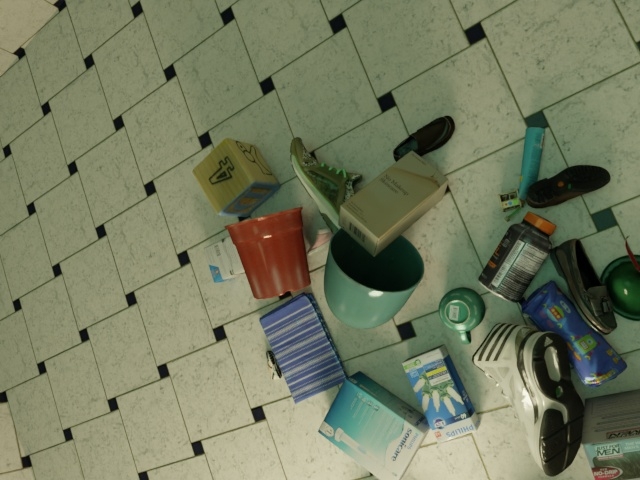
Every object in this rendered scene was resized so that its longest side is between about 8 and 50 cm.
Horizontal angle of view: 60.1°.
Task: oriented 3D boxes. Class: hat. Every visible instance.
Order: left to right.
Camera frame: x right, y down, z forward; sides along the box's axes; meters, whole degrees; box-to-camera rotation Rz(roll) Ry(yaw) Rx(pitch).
[{"bbox_3d":[0.801,0.119,1.414,0.208,0.183,0.173,47,110,18],"label":"hat"}]

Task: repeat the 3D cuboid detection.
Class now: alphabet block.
[{"bbox_3d":[-0.296,-0.218,1.963,0.193,0.192,0.197,-38,74,20],"label":"alphabet block"}]

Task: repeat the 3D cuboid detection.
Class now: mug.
[{"bbox_3d":[0.427,0.219,1.652,0.129,0.097,0.158,-44,72,20],"label":"mug"}]

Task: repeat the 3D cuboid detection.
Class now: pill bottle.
[{"bbox_3d":[0.563,0.042,1.565,0.130,0.130,0.246,33,104,22],"label":"pill bottle"}]

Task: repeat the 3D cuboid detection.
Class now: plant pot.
[{"bbox_3d":[-0.160,0.046,1.870,0.272,0.272,0.265,-13,93,26],"label":"plant pot"},{"bbox_3d":[0.141,0.129,1.700,0.293,0.293,0.235,37,134,22],"label":"plant pot"}]

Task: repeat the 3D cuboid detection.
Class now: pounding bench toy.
[{"bbox_3d":[0.560,-0.101,1.607,0.065,0.052,0.083,-15,84,26],"label":"pounding bench toy"}]

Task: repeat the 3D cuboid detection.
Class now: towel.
[{"bbox_3d":[-0.067,0.375,1.937,0.243,0.040,0.336,-31,77,25],"label":"towel"}]

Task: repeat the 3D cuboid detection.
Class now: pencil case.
[{"bbox_3d":[0.680,0.256,1.511,0.133,0.119,0.306,-35,73,-7],"label":"pencil case"}]

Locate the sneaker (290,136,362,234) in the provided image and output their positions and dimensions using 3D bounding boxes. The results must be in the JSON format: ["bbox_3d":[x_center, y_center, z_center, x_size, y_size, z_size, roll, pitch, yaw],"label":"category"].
[{"bbox_3d":[0.049,-0.187,1.835,0.182,0.158,0.410,-33,80,7],"label":"sneaker"}]

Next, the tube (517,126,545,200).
[{"bbox_3d":[0.601,-0.216,1.579,0.052,0.080,0.207,8,91,57],"label":"tube"}]

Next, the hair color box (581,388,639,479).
[{"bbox_3d":[0.749,0.468,1.338,0.185,0.374,0.114,-20,82,26],"label":"hair color box"}]

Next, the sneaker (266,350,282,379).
[{"bbox_3d":[-0.178,0.451,1.993,0.043,0.040,0.109,-25,79,27],"label":"sneaker"}]

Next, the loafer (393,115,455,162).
[{"bbox_3d":[0.317,-0.306,1.713,0.220,0.078,0.080,-36,75,23],"label":"loafer"}]

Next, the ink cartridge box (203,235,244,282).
[{"bbox_3d":[-0.319,0.058,2.036,0.190,0.082,0.140,-23,81,24],"label":"ink cartridge box"}]

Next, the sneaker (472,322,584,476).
[{"bbox_3d":[0.581,0.427,1.572,0.257,0.169,0.448,18,125,62],"label":"sneaker"}]

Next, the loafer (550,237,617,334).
[{"bbox_3d":[0.716,0.120,1.483,0.084,0.096,0.268,-51,56,50],"label":"loafer"}]

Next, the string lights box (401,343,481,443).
[{"bbox_3d":[0.370,0.467,1.696,0.133,0.076,0.260,-28,78,23],"label":"string lights box"}]

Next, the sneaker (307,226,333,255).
[{"bbox_3d":[0.000,0.000,1.889,0.134,0.051,0.070,-32,70,35],"label":"sneaker"}]

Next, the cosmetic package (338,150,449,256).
[{"bbox_3d":[0.217,-0.113,1.651,0.309,0.113,0.160,-40,68,-21],"label":"cosmetic package"}]

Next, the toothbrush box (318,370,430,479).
[{"bbox_3d":[0.175,0.596,1.768,0.295,0.126,0.216,30,103,24],"label":"toothbrush box"}]

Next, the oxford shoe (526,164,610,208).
[{"bbox_3d":[0.681,-0.147,1.536,0.227,0.096,0.083,-15,70,8],"label":"oxford shoe"}]
